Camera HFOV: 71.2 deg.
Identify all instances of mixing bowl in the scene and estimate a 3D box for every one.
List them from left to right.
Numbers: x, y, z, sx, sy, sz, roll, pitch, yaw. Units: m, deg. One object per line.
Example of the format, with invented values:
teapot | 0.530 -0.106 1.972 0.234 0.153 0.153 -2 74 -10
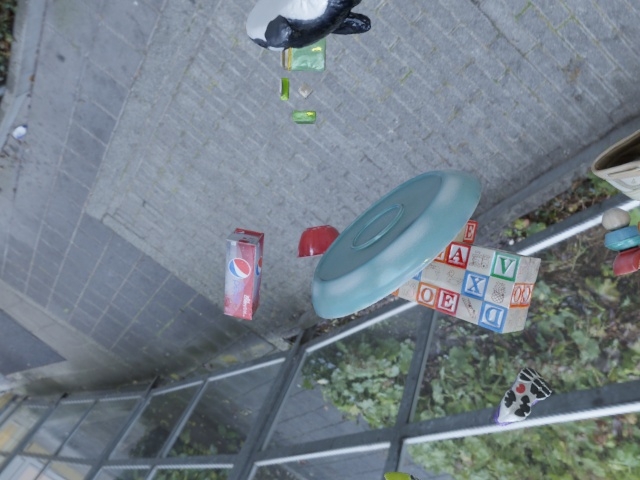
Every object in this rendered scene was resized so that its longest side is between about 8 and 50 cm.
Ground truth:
mixing bowl | 0.000 0.000 1.539 0.182 0.181 0.098 -8 91 33

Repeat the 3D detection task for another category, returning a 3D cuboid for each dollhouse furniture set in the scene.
dollhouse furniture set | -0.029 -0.270 0.730 0.076 0.058 0.151 1 98 -1

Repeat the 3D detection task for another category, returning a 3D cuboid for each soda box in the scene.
soda box | -0.225 0.100 1.318 0.092 0.083 0.263 12 118 6

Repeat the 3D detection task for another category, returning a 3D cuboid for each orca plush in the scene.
orca plush | 0.027 -0.289 0.507 0.102 0.151 0.287 21 147 -34

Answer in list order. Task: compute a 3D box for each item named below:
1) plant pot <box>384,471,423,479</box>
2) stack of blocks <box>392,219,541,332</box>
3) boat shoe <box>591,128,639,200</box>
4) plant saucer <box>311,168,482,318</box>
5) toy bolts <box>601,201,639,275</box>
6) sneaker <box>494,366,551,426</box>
plant pot | 0.137 0.533 0.753 0.227 0.207 0.228 49 177 40
stack of blocks | 0.236 0.040 0.835 0.297 0.087 0.171 17 99 46
boat shoe | 0.580 -0.167 0.704 0.110 0.121 0.341 26 158 1
plant saucer | 0.097 -0.010 0.690 0.043 0.317 0.318 47 134 -12
toy bolts | 0.778 -0.030 1.031 0.228 0.219 0.158 132 121 -69
sneaker | 0.408 0.321 0.919 0.068 0.170 0.071 50 139 27
